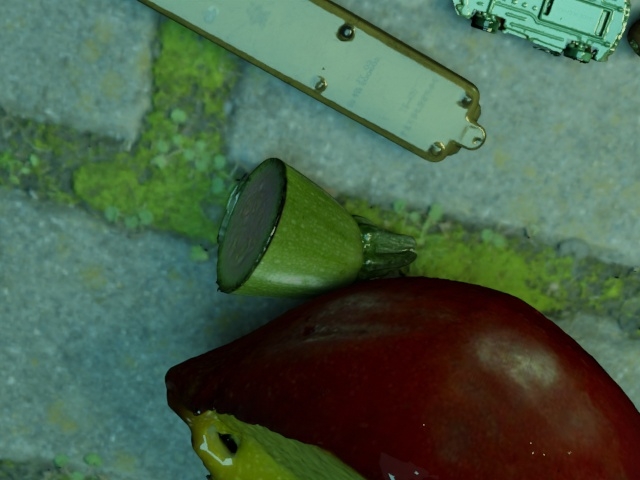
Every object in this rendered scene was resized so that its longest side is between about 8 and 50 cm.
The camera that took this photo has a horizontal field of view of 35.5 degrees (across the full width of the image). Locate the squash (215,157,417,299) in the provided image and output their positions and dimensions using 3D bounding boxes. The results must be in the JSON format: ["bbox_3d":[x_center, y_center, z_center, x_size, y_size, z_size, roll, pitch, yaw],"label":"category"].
[{"bbox_3d":[0.001,0.009,0.728,0.132,0.105,0.105,21,107,-25],"label":"squash"}]

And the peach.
[{"bbox_3d":[0.079,0.139,0.702,0.362,0.257,0.201,32,62,3],"label":"peach"}]

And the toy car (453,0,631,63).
[{"bbox_3d":[0.151,-0.163,0.690,0.122,0.035,0.059,18,107,4],"label":"toy car"}]

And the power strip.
[{"bbox_3d":[-0.018,-0.144,0.695,0.305,0.044,0.064,28,106,-9],"label":"power strip"}]

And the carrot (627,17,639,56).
[{"bbox_3d":[0.256,-0.158,0.693,0.093,0.032,0.032,-33,104,5],"label":"carrot"}]
